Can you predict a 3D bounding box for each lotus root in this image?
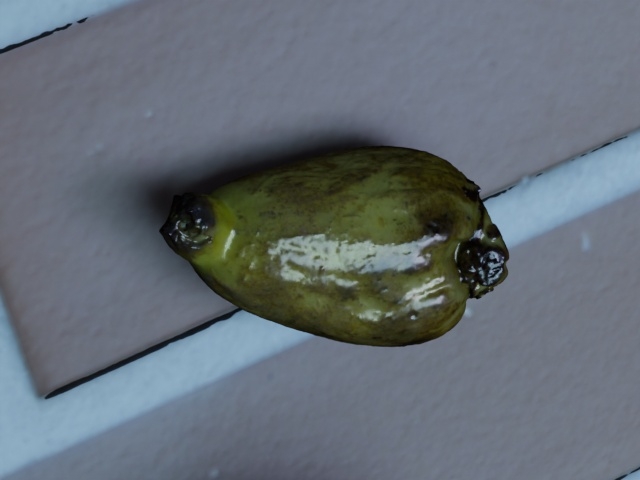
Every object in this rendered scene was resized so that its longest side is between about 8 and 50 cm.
[{"bbox_3d":[0.000,0.000,1.018,0.190,0.094,0.108,4,82,-20],"label":"lotus root"}]
